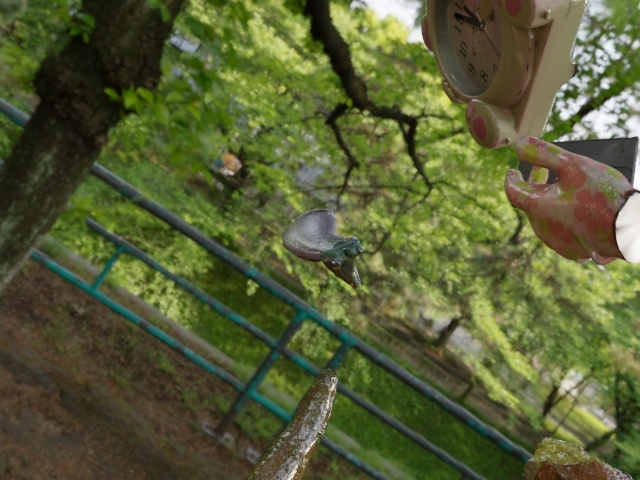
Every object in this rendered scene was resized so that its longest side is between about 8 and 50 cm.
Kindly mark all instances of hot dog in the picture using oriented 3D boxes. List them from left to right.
[{"bbox_3d":[0.276,0.280,0.668,0.146,0.103,0.213,51,9,-35],"label":"hot dog"}]

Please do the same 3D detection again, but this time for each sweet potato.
[{"bbox_3d":[-0.042,0.308,1.035,0.075,0.273,0.075,24,-35,18],"label":"sweet potato"}]

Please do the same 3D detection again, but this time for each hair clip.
[{"bbox_3d":[-0.002,0.001,1.410,0.096,0.110,0.358,31,7,-26],"label":"hair clip"}]

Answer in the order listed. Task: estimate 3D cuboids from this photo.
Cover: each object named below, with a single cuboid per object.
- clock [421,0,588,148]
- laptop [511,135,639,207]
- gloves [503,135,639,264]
[{"bbox_3d":[0.249,-0.323,1.043,0.284,0.114,0.309,91,-21,-48],"label":"clock"},{"bbox_3d":[0.459,-0.119,1.275,0.207,0.154,0.026,1,-29,32],"label":"laptop"},{"bbox_3d":[0.321,-0.049,0.937,0.145,0.126,0.241,31,-4,-31],"label":"gloves"}]
